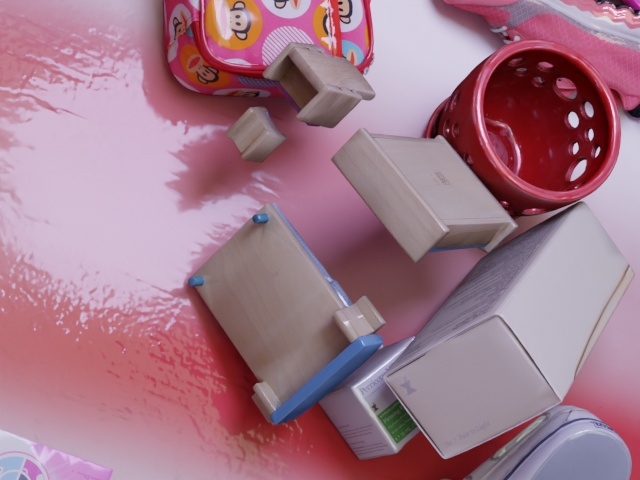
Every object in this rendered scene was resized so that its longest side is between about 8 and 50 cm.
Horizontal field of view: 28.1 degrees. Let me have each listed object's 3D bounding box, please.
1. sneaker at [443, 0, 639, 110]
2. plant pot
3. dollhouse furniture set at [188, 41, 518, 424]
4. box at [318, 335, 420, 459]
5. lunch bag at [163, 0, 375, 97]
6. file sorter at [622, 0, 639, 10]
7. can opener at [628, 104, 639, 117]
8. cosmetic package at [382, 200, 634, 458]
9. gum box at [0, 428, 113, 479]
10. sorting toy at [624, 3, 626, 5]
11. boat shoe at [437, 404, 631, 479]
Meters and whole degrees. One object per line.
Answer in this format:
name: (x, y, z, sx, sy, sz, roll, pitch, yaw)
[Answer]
sneaker: (0.283, -0.244, 1.574, 0.314, 0.116, 0.136, 15, 102, -9)
plant pot: (0.220, -0.116, 1.478, 0.191, 0.174, 0.191, 6, 76, -23)
dollhouse furniture set: (0.000, 0.000, 1.379, 0.286, 0.303, 0.198, 52, 23, 17)
box: (0.072, 0.171, 1.386, 0.101, 0.102, 0.087, -36, 91, -26)
lunch bag: (-0.048, -0.306, 1.445, 0.258, 0.120, 0.293, -1, 79, -28)
file sorter: (0.418, -0.465, 1.607, 0.290, 0.182, 0.202, 48, 67, -3)
can opener: (0.459, -0.230, 1.674, 0.073, 0.059, 0.186, 33, 67, 5)
cosmetic package: (0.209, 0.086, 1.365, 0.113, 0.160, 0.309, 54, 36, -4)
gum box: (-0.299, 0.244, 1.227, 0.188, 0.062, 0.107, 23, 70, -17)
sorting toy: (0.426, -0.433, 1.718, 0.229, 0.041, 0.307, 14, 72, -20)
boat shoe: (0.164, 0.312, 1.381, 0.136, 0.156, 0.367, 40, 94, -15)
